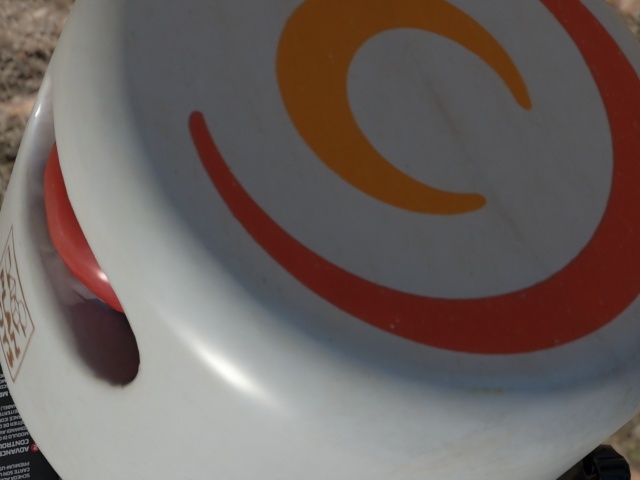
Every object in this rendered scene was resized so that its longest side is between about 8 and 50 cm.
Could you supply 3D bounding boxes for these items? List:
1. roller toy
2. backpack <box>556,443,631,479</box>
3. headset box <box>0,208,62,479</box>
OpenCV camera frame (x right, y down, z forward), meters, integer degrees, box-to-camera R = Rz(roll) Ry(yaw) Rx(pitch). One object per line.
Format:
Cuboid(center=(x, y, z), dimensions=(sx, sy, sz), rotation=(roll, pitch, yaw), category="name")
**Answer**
Cuboid(center=(0.000, 0.000, 0.455), dimensions=(0.191, 0.209, 0.146), rotation=(-58, -178, -37), category="roller toy")
Cuboid(center=(0.093, 0.194, 0.612), dimensions=(0.158, 0.173, 0.117), rotation=(-24, 166, -37), category="backpack")
Cuboid(center=(-0.227, 0.146, 0.846), dimensions=(0.218, 0.293, 0.110), rotation=(-15, 148, 8), category="headset box")
